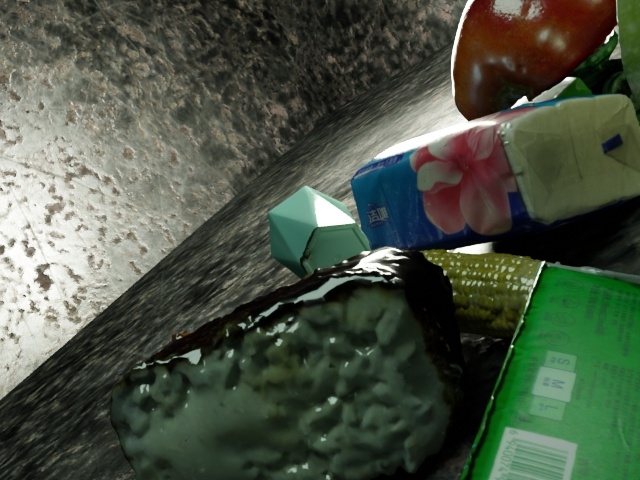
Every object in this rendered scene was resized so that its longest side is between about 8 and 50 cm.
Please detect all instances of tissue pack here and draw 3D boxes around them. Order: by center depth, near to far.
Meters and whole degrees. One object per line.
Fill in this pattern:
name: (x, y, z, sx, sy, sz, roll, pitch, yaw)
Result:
tissue pack: (0.146, 0.136, 0.379, 0.148, 0.156, 0.209, 11, 32, 20)
tissue pack: (0.190, -0.072, 0.886, 0.209, 0.137, 0.269, -14, 0, -31)

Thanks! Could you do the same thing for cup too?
cup: (0.000, 0.000, 1.218, 0.235, 0.148, 0.134, -140, 72, -77)

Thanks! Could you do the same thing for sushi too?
sushi: (-0.028, 0.142, 0.720, 0.343, 0.197, 0.182, -26, -4, 16)

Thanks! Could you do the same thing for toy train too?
toy train: (0.311, -0.166, 1.040, 0.188, 0.132, 0.243, -43, 13, -3)

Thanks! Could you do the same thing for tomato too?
tomato: (0.236, -0.253, 0.962, 0.233, 0.139, 0.200, -31, 16, 51)

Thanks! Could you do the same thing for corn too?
corn: (0.141, 0.051, 0.791, 0.086, 0.086, 0.288, -40, 16, -22)

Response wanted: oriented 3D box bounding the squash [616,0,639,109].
squash: (0.432, -0.193, 0.519, 0.263, 0.263, 0.384, -42, 15, -28)
